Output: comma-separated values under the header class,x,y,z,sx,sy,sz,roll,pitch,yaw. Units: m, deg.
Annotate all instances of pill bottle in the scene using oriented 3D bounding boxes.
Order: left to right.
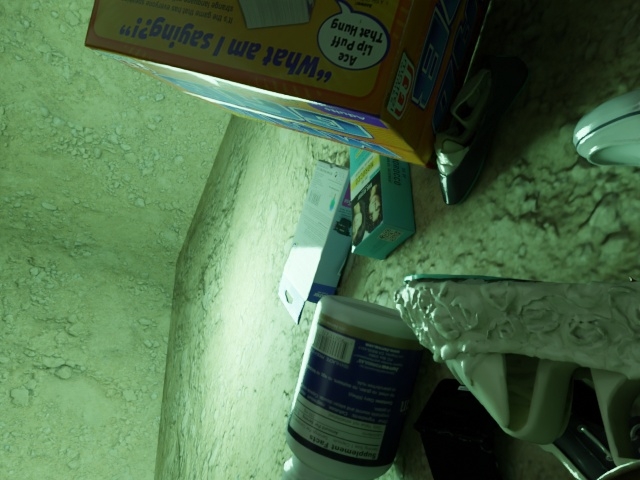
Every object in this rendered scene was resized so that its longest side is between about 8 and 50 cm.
class,x,y,z,sx,sy,sz,roll,pitch,yaw
pill bottle,0.038,0.218,0.705,0.153,0.153,0.264,-162,87,-68

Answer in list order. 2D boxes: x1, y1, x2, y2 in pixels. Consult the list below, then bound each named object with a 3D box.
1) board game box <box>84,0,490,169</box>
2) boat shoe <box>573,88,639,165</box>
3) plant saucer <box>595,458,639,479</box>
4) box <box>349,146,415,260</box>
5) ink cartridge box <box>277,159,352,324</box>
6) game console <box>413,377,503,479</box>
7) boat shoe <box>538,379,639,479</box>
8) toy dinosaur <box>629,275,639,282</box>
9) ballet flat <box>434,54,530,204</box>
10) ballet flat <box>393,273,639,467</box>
class,x,y,z,sx,sy,sz,roll,pitch,yaw
board game box,0.006,-0.325,0.665,0.356,0.357,0.356,1,-73,-70
boat shoe,0.282,-0.071,0.385,0.226,0.083,0.075,-2,73,67
plant saucer,0.241,0.238,0.216,0.310,0.050,0.310,37,132,56
box,0.098,-0.099,0.886,0.100,0.060,0.244,133,145,-50
ink cartridge box,0.000,0.000,1.064,0.311,0.065,0.186,-70,22,8
game console,0.167,0.217,0.583,0.107,0.071,0.122,-51,12,-25
boat shoe,0.226,0.154,0.393,0.206,0.075,0.065,-151,76,-74
toy dinosaur,0.281,0.009,0.366,0.082,0.090,0.047,81,168,-53
ballet flat,0.189,-0.143,0.681,0.074,0.074,0.203,-114,43,-58
ballet flat,0.189,0.087,0.369,0.409,0.147,0.147,-9,68,57
